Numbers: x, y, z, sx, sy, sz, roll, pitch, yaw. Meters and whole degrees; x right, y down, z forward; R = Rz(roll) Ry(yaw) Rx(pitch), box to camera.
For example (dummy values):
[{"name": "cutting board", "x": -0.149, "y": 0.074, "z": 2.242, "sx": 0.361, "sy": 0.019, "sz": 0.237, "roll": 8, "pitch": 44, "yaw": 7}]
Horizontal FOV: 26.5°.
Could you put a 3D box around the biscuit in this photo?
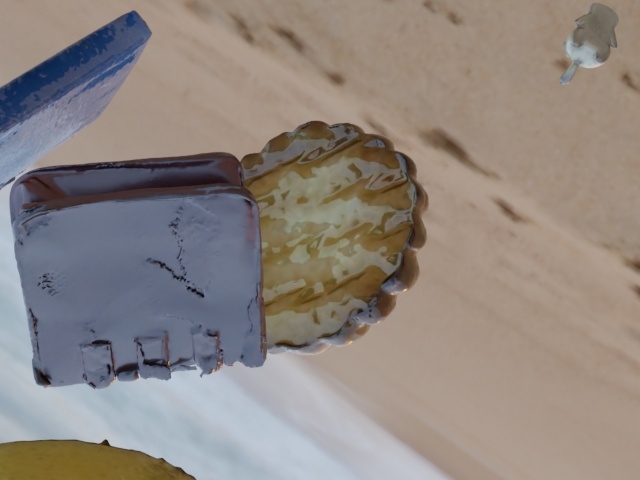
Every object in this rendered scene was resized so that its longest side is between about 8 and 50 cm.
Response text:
[{"name": "biscuit", "x": 0.000, "y": 0.000, "z": 1.773, "sx": 0.326, "sy": 0.325, "sz": 0.107, "roll": 24, "pitch": 171, "yaw": 39}]

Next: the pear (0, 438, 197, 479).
[{"name": "pear", "x": -0.130, "y": 0.225, "z": 0.692, "sx": 0.267, "sy": 0.267, "sz": 0.178, "roll": 39, "pitch": 170, "yaw": -6}]

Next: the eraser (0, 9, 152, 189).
[{"name": "eraser", "x": -0.288, "y": -0.121, "z": 1.358, "sx": 0.043, "sy": 0.312, "sz": 0.144, "roll": 42, "pitch": 130, "yaw": 1}]

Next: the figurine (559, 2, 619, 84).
[{"name": "figurine", "x": 0.253, "y": -0.189, "z": 1.306, "sx": 0.047, "sy": 0.083, "sz": 0.050, "roll": 39, "pitch": 139, "yaw": -4}]

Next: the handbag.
[{"name": "handbag", "x": -0.151, "y": 0.030, "z": 1.151, "sx": 0.074, "sy": 0.203, "sz": 0.216, "roll": -104, "pitch": 10, "yaw": -51}]
